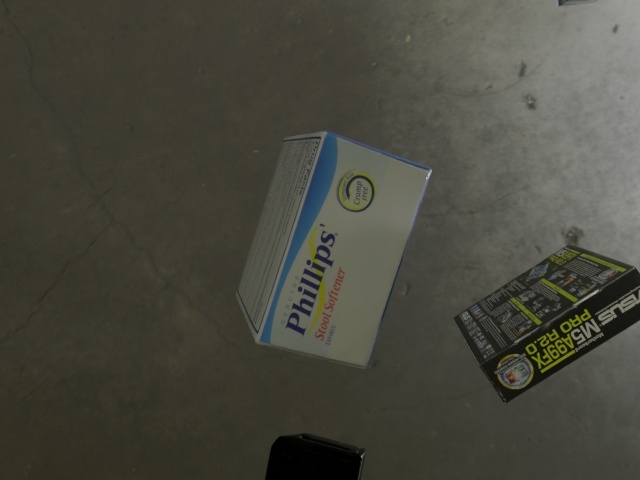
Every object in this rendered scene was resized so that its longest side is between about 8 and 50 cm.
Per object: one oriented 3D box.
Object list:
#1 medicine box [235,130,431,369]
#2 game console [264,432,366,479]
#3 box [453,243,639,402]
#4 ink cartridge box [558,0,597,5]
[{"bbox_3d":[0.000,0.000,0.926,0.149,0.289,0.263,17,93,-14],"label":"medicine box"},{"bbox_3d":[0.088,0.408,0.939,0.361,0.044,0.213,10,93,11],"label":"game console"},{"bbox_3d":[0.299,0.099,0.908,0.216,0.270,0.060,-33,92,6],"label":"box"},{"bbox_3d":[0.330,-0.313,0.832,0.048,0.083,0.028,-5,99,4],"label":"ink cartridge box"}]
